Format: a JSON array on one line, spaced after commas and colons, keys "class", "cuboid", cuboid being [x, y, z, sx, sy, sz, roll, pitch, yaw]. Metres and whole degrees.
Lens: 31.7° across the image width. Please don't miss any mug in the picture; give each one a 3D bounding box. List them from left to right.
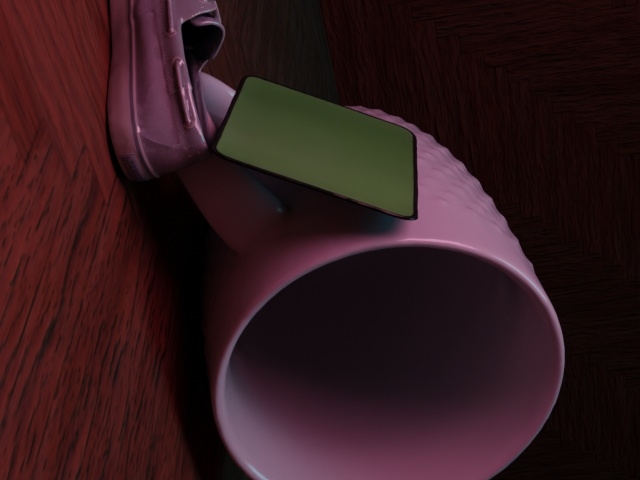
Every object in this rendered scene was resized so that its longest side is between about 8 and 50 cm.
[{"class": "mug", "cuboid": [0.000, 0.000, 0.969, 0.374, 0.276, 0.328, 43, 17, -29]}]

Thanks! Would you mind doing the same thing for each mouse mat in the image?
[{"class": "mouse mat", "cuboid": [0.002, -0.074, 0.848, 0.189, 0.153, 0.007, -80, -171, -64]}]

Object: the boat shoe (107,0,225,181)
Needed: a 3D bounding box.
[{"class": "boat shoe", "cuboid": [-0.109, -0.148, 0.840, 0.079, 0.081, 0.227, 69, 15, -62]}]
